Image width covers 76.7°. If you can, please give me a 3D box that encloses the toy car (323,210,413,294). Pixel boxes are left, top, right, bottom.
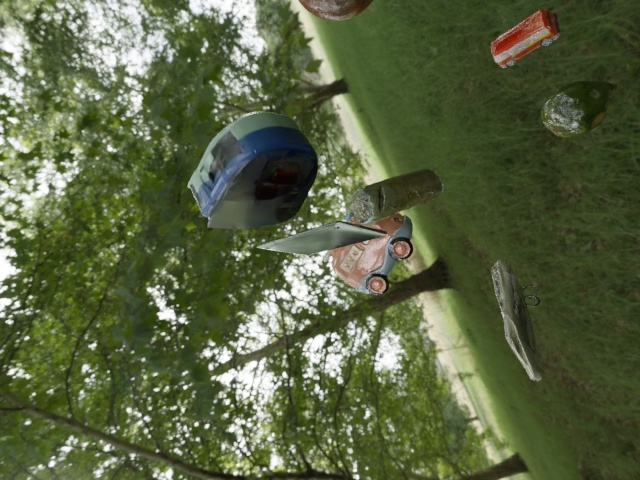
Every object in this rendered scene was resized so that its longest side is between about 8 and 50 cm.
[{"bbox_3d":[0.144,0.016,1.218,0.212,0.270,0.180,31,-163,0],"label":"toy car"}]

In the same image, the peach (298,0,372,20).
[{"bbox_3d":[0.049,-0.729,1.087,0.252,0.252,0.252,-23,-90,-80],"label":"peach"}]

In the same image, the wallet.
[{"bbox_3d":[0.572,0.209,1.163,0.275,0.068,0.335,43,-139,-31],"label":"wallet"}]

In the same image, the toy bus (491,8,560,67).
[{"bbox_3d":[0.551,-0.551,1.109,0.077,0.174,0.079,3,-103,-36],"label":"toy bus"}]

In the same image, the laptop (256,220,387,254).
[{"bbox_3d":[0.000,0.000,0.972,0.188,0.269,0.015,11,-110,-47],"label":"laptop"}]

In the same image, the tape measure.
[{"bbox_3d":[-0.144,-0.166,0.939,0.259,0.262,0.138,-9,-128,-46],"label":"tape measure"}]

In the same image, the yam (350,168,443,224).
[{"bbox_3d":[0.110,-0.066,0.582,0.054,0.132,0.054,51,152,41],"label":"yam"}]

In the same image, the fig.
[{"bbox_3d":[0.899,-0.471,1.401,0.195,0.245,0.195,46,-179,-1],"label":"fig"}]
